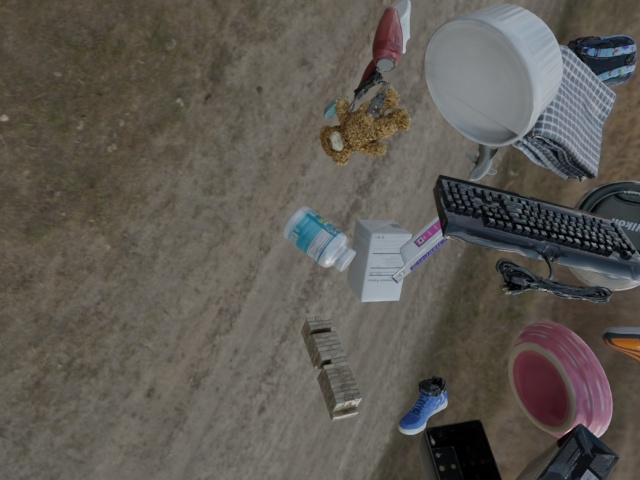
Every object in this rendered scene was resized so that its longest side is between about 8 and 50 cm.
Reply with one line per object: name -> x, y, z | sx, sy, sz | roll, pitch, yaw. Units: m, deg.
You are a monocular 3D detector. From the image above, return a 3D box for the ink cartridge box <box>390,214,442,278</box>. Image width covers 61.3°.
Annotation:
ink cartridge box -> 0.370, -0.004, 1.816 | 0.371, 0.069, 0.176 | -44, 162, 3

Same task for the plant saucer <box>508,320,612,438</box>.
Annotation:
plant saucer -> 0.627, 0.390, 1.472 | 0.084, 0.332, 0.332 | -11, 112, -20

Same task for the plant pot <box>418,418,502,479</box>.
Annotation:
plant pot -> 0.387, 0.655, 1.590 | 0.188, 0.187, 0.167 | -3, 146, -17

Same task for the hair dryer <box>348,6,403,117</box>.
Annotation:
hair dryer -> 0.142, -0.481, 1.447 | 0.080, 0.223, 0.293 | 17, 104, -23

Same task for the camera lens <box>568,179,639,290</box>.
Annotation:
camera lens -> 0.677, -0.002, 1.235 | 0.274, 0.219, 0.219 | 35, 71, -67

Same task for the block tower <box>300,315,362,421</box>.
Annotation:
block tower -> 0.033, 0.405, 1.754 | 0.091, 0.335, 0.097 | -4, 139, -23

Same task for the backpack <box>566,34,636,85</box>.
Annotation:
backpack -> 0.831, -0.534, 1.602 | 0.117, 0.173, 0.158 | -78, 155, -61

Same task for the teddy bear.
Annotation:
teddy bear -> 0.145, -0.393, 1.876 | 0.113, 0.338, 0.245 | -71, 147, -59

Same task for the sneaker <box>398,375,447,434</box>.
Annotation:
sneaker -> 0.221, 0.350, 1.172 | 0.152, 0.058, 0.084 | -22, 115, -35

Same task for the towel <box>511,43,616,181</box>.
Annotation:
towel -> 0.557, -0.283, 1.237 | 0.284, 0.121, 0.235 | 20, 75, -36

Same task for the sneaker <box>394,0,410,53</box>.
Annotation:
sneaker -> 0.326, -0.846, 2.141 | 0.094, 0.080, 0.212 | 20, 81, -43

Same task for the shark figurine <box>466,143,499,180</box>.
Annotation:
shark figurine -> 0.645, -0.366, 2.113 | 0.166, 0.116, 0.278 | 4, 71, -23

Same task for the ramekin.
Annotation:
ramekin -> 0.345, -0.333, 1.067 | 0.127, 0.273, 0.272 | -37, 131, -20

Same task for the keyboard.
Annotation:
keyboard -> 0.308, 0.003, 0.737 | 0.033, 0.317, 0.201 | 114, -19, -45

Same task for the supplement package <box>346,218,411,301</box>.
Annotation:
supplement package -> 0.232, 0.078, 2.182 | 0.175, 0.177, 0.292 | 1, 112, -19

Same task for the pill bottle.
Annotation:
pill bottle -> 0.000, 0.000, 1.987 | 0.146, 0.264, 0.146 | -49, 166, -16

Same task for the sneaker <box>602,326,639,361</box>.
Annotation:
sneaker -> 0.745, 0.285, 1.105 | 0.124, 0.321, 0.180 | 29, 73, -68

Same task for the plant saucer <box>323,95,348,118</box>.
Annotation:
plant saucer -> 0.052, -0.498, 1.994 | 0.021, 0.119, 0.119 | 50, 46, 5

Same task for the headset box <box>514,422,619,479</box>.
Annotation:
headset box -> 0.536, 0.593, 1.279 | 0.218, 0.110, 0.293 | -31, 152, -32
